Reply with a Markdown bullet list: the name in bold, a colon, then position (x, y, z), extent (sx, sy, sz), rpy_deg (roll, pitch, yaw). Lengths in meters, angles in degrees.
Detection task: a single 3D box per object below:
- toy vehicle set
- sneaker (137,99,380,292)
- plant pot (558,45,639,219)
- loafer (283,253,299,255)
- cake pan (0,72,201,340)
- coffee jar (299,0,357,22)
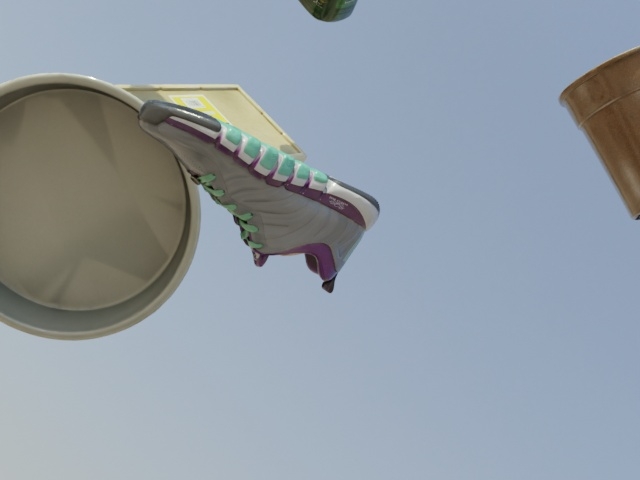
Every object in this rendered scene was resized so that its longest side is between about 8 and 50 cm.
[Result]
- **toy vehicle set**: position (-0.154, -0.151, 1.533), extent (0.166, 0.267, 0.035), rpy_deg (47, -61, 21)
- **sneaker**: position (-0.060, -0.034, 0.919), extent (0.223, 0.098, 0.083), rpy_deg (25, 2, -20)
- **plant pot**: position (0.380, -0.121, 1.259), extent (0.165, 0.167, 0.167), rpy_deg (69, -26, 12)
- **loafer**: position (0.000, 0.000, 1.506), extent (0.125, 0.039, 0.045), rpy_deg (-10, -58, 11)
- **cake pan**: position (-0.273, -0.037, 1.203), extent (0.293, 0.293, 0.054), rpy_deg (49, 10, -11)
- **coffee jar**: position (0.031, -0.390, 1.496), extent (0.096, 0.079, 0.184), rpy_deg (54, -37, 18)
